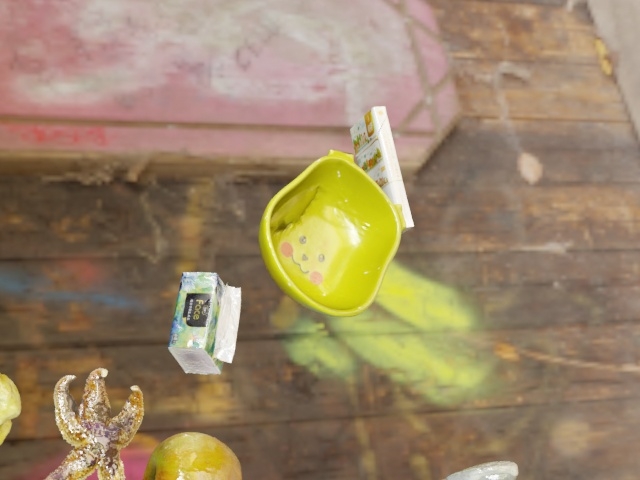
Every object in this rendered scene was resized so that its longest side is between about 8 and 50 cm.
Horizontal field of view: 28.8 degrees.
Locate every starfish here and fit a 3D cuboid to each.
[{"bbox_3d":[-0.369,0.329,2.017,0.238,0.216,0.071,63,152,16],"label":"starfish"}]

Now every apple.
[{"bbox_3d":[-0.205,0.399,2.005,0.182,0.155,0.182,-52,26,39],"label":"apple"}]

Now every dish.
[{"bbox_3d":[0.000,0.000,1.927,0.108,0.221,0.262,-28,21,52],"label":"dish"}]

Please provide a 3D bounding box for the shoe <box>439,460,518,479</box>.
[{"bbox_3d":[0.273,0.486,2.295,0.227,0.099,0.125,-28,71,30],"label":"shoe"}]

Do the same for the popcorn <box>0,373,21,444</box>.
[{"bbox_3d":[-0.289,0.121,0.915,0.116,0.121,0.106,27,73,42],"label":"popcorn"}]

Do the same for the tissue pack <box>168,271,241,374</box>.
[{"bbox_3d":[-0.146,0.109,1.632,0.085,0.079,0.111,66,-153,-58],"label":"tissue pack"}]

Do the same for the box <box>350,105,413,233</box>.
[{"bbox_3d":[0.106,-0.112,2.187,0.122,0.032,0.220,141,119,-66],"label":"box"}]
